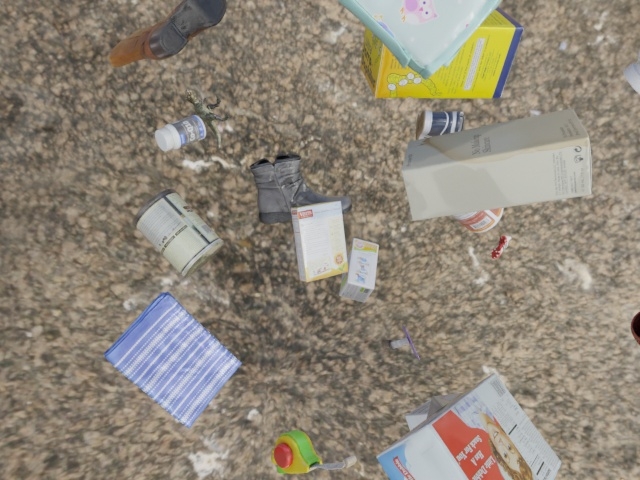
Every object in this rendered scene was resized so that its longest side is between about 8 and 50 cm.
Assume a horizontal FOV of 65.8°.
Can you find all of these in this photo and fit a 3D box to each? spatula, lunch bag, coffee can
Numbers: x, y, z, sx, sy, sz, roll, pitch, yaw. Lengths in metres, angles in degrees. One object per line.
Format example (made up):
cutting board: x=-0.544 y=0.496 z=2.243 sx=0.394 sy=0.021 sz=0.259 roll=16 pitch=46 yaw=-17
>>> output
spatula: x=0.196 y=0.261 z=1.258 sx=0.030 sy=0.296 sz=0.084 roll=-22 pitch=81 yaw=-14
lunch bag: x=0.122 y=-0.346 z=0.595 sx=0.223 sy=0.160 sz=0.262 roll=41 pitch=68 yaw=-7
coffee can: x=-0.530 y=-0.027 z=1.850 sx=0.201 sy=0.201 sz=0.275 roll=-44 pitch=88 yaw=-15

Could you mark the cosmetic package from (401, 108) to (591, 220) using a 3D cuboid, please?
cosmetic package: x=0.320 y=-0.140 z=0.926 sx=0.309 sy=0.113 sz=0.160 roll=-8 pitch=29 yaw=19

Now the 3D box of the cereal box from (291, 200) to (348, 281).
cereal box: x=0.000 y=0.000 z=1.598 sx=0.173 sy=0.047 sz=0.240 roll=-11 pitch=98 yaw=-33

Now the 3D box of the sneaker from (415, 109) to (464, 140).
sneaker: x=0.432 y=-0.417 z=1.803 sx=0.153 sy=0.282 sz=0.099 roll=3 pitch=97 yaw=5

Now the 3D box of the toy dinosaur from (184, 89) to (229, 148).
toy dinosaur: x=-0.452 y=-0.527 z=2.060 sx=0.118 sy=0.064 sz=0.268 roll=-29 pitch=116 yaw=5

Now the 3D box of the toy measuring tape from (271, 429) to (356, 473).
toy measuring tape: x=-0.038 y=0.605 z=1.433 sx=0.121 sy=0.330 sz=0.121 roll=24 pitch=54 yaw=-37

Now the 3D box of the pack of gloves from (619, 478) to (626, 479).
pack of gloves: x=0.759 y=0.727 z=1.283 sx=0.195 sy=0.046 sz=0.232 roll=27 pitch=110 yaw=-26

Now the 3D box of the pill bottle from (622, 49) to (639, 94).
pill bottle: x=0.604 y=-0.319 z=0.836 sx=0.086 sy=0.152 sz=0.086 roll=18 pitch=52 yaw=-25

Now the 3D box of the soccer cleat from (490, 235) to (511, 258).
soccer cleat: x=0.513 y=0.020 z=1.405 sx=0.035 sy=0.083 sz=0.029 roll=-8 pitch=42 yaw=-29

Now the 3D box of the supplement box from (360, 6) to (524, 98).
supplement box: x=0.307 y=-0.508 z=1.316 sx=0.356 sy=0.195 sz=0.194 roll=-2 pitch=43 yaw=-9

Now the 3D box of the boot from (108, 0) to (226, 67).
boot: x=-0.402 y=-0.554 z=1.304 sx=0.280 sy=0.096 sz=0.264 roll=10 pitch=63 yaw=44

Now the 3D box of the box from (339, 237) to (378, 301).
box: x=0.145 y=0.110 z=1.856 sx=0.103 sy=0.114 sz=0.203 roll=15 pitch=54 yaw=-6

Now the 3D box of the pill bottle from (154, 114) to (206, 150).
pill bottle: x=-0.422 y=-0.322 z=1.490 sx=0.137 sy=0.078 sz=0.078 roll=-34 pitch=79 yaw=-36

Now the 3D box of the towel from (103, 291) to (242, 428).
towel: x=-0.411 y=0.340 z=1.419 sx=0.336 sy=0.040 sz=0.243 roll=49 pitch=63 yaw=-19

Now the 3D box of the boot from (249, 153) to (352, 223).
boot: x=-0.062 y=-0.181 z=1.667 sx=0.338 sy=0.118 sz=0.223 roll=-6 pitch=109 yaw=-6

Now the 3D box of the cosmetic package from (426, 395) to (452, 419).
cosmetic package: x=0.279 y=0.381 z=0.966 sx=0.127 sy=0.238 sz=0.107 roll=15 pitch=85 yaw=10

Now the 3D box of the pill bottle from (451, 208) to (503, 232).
pill bottle: x=0.380 y=-0.120 z=1.320 sx=0.216 sy=0.121 sz=0.121 roll=33 pitch=70 yaw=-29

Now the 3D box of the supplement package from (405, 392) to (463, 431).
supplement package: x=0.466 y=0.632 z=1.642 sx=0.198 sy=0.262 sz=0.199 roll=-11 pitch=79 yaw=-44

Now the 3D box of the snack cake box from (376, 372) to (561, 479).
snack cake box: x=0.205 y=0.285 z=0.642 sx=0.089 sy=0.264 sz=0.152 roll=-44 pitch=66 yaw=27

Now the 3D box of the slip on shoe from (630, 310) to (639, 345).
slip on shoe: x=0.500 y=0.098 z=0.580 sx=0.101 sy=0.331 sz=0.123 roll=42 pitch=73 yaw=8
